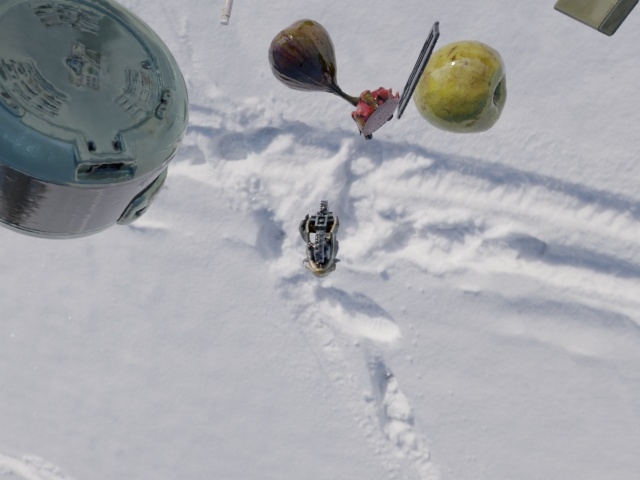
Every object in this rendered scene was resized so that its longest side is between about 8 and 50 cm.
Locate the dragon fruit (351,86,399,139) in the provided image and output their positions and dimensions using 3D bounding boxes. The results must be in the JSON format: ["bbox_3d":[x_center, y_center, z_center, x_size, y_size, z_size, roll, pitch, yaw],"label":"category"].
[{"bbox_3d":[0.114,-0.289,0.996,0.112,0.126,0.068,-39,76,1],"label":"dragon fruit"}]

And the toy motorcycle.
[{"bbox_3d":[0.001,0.000,1.080,0.093,0.229,0.130,-1,119,5],"label":"toy motorcycle"}]

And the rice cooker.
[{"bbox_3d":[-0.336,-0.154,0.610,0.288,0.288,0.277,50,141,-8],"label":"rice cooker"}]

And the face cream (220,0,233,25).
[{"bbox_3d":[-0.233,-0.603,1.159,0.038,0.020,0.115,10,90,34],"label":"face cream"}]

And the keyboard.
[{"bbox_3d":[0.265,-0.459,1.257,0.016,0.106,0.262,16,138,-6],"label":"keyboard"}]

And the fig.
[{"bbox_3d":[0.000,-0.525,1.415,0.320,0.217,0.217,37,125,-2],"label":"fig"}]

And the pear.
[{"bbox_3d":[0.458,-0.498,1.526,0.303,0.304,0.304,10,120,18],"label":"pear"}]

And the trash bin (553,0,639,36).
[{"bbox_3d":[0.387,-0.333,0.645,0.043,0.092,0.061,5,133,-28],"label":"trash bin"}]
